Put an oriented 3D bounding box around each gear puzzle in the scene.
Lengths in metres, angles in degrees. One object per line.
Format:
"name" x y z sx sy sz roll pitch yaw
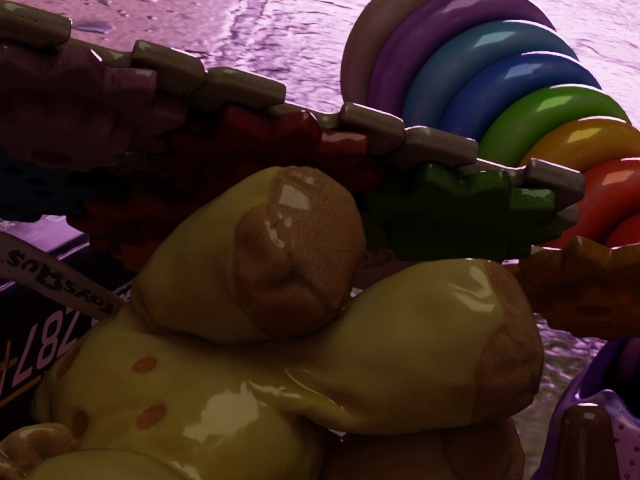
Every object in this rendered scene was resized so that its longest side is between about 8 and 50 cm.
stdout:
"gear puzzle" 0.000 0.000 0.751 0.338 0.044 0.175 15 -22 -25

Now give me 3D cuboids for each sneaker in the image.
"sneaker" 0.152 0.079 0.872 0.095 0.105 0.236 17 22 14

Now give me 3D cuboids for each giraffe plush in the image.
"giraffe plush" -0.043 0.087 0.639 0.210 0.181 0.170 13 38 7

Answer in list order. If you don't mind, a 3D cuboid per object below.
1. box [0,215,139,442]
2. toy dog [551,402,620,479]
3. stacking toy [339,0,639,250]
"box" -0.277 0.014 0.766 0.318 0.097 0.395 18 18 13
"toy dog" 0.163 0.161 0.611 0.333 0.161 0.220 14 23 3
"stacking toy" 0.135 -0.037 1.121 0.141 0.141 0.330 0 32 -27
